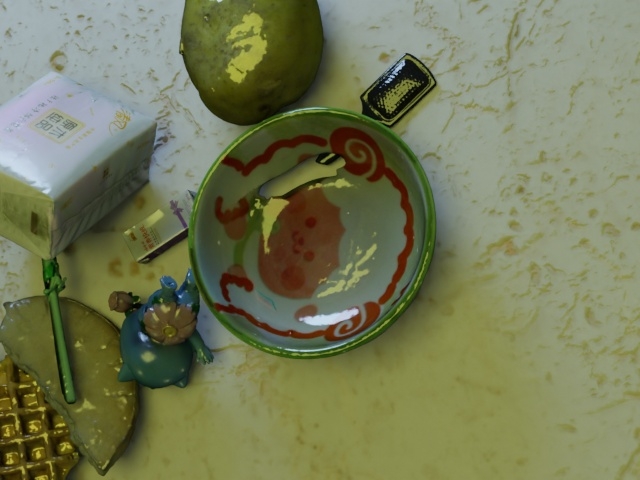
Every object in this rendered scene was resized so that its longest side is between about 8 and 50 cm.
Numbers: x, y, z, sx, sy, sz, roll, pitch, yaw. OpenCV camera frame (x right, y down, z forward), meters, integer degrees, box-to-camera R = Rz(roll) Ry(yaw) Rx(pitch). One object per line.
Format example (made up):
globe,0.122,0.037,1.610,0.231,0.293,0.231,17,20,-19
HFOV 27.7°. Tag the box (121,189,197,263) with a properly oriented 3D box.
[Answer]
box,-0.210,-0.018,1.776,0.117,0.036,0.051,-34,75,9

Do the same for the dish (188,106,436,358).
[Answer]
dish,0.000,0.000,1.677,0.324,0.124,0.324,-4,75,14

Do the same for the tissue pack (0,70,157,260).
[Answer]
tissue pack,-0.358,-0.106,1.722,0.185,0.225,0.124,28,133,15

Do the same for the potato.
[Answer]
potato,-0.092,-0.275,1.717,0.197,0.148,0.228,-26,79,-2

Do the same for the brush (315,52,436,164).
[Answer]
brush,0.068,-0.166,1.728,0.193,0.016,0.063,-44,74,6

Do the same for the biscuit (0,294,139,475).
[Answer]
biscuit,-0.325,0.168,1.763,0.141,0.038,0.290,-35,69,-16

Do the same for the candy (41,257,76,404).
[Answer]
candy,-0.360,0.069,1.762,0.097,0.097,0.323,-18,69,12

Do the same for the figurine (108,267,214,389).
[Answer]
figurine,-0.210,0.104,1.719,0.144,0.114,0.178,55,134,39

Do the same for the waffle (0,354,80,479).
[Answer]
waffle,-0.449,0.286,1.760,0.253,0.056,0.249,-43,75,-14
